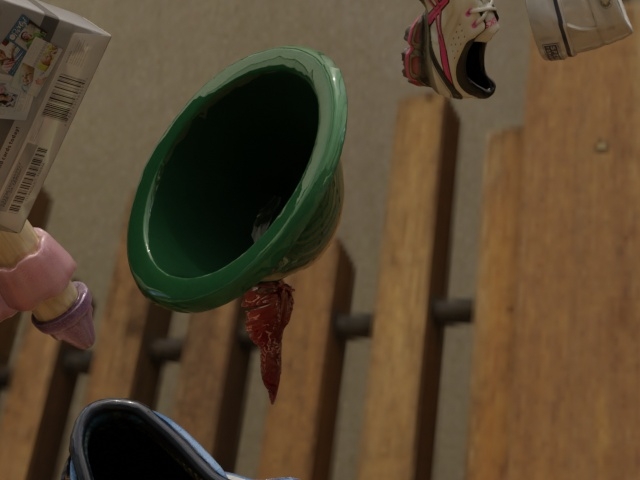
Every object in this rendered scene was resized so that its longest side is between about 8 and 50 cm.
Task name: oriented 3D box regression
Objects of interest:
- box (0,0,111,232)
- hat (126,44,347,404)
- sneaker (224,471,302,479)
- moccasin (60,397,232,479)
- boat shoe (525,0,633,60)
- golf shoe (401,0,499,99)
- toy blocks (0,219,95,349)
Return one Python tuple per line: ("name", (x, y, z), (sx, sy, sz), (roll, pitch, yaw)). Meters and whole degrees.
("box", (-0.229, -0.087, 0.978), (0.038, 0.145, 0.186), (34, 13, 36))
("hat", (0.000, 0.000, 0.997), (0.183, 0.173, 0.208), (33, -17, -35))
("sneaker", (-0.062, 0.294, 1.791), (0.144, 0.059, 0.053), (5, -57, -15))
("moccasin", (-0.027, 0.193, 0.640), (0.342, 0.138, 0.116), (39, -30, 39))
("boat shoe", (0.202, -0.282, 1.331), (0.088, 0.267, 0.096), (-11, -17, 19))
("golf shoe", (0.116, -0.202, 1.343), (0.086, 0.067, 0.186), (23, -46, 30))
("toy blocks", (-0.364, 0.106, 1.377), (0.309, 0.288, 0.260), (6, -43, 45))
